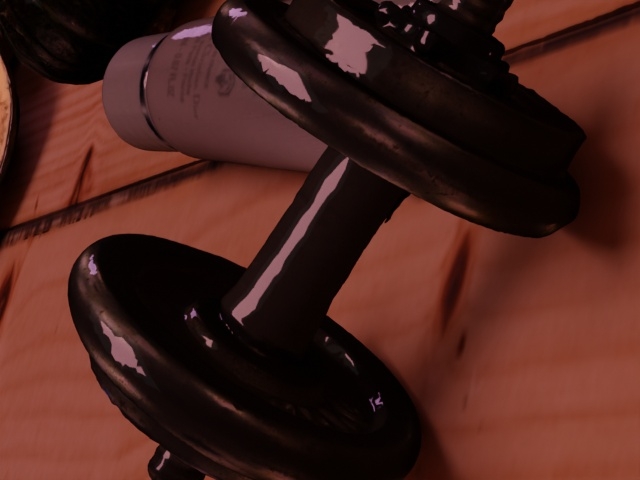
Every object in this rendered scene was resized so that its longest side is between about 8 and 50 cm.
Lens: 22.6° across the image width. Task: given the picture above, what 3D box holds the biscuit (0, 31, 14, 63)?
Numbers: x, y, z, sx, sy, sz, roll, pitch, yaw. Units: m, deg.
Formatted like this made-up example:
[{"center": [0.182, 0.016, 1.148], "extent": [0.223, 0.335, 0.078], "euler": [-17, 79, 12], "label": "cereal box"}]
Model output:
[{"center": [-0.320, -0.290, 1.646], "extent": [0.287, 0.057, 0.344], "euler": [47, 119, 53], "label": "biscuit"}]

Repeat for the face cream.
[{"center": [-0.024, -0.098, 0.990], "extent": [0.314, 0.089, 0.143], "euler": [2, 69, 52], "label": "face cream"}]

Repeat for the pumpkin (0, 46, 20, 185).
[{"center": [-0.341, -0.132, 1.531], "extent": [0.169, 0.148, 0.312], "euler": [-15, 79, 16], "label": "pumpkin"}]

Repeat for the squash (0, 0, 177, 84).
[{"center": [-0.179, -0.219, 1.273], "extent": [0.193, 0.156, 0.193], "euler": [-29, 29, 18], "label": "squash"}]

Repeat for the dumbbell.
[{"center": [0.000, 0.000, 0.747], "extent": [0.290, 0.192, 0.192], "euler": [-58, 29, 14], "label": "dumbbell"}]
